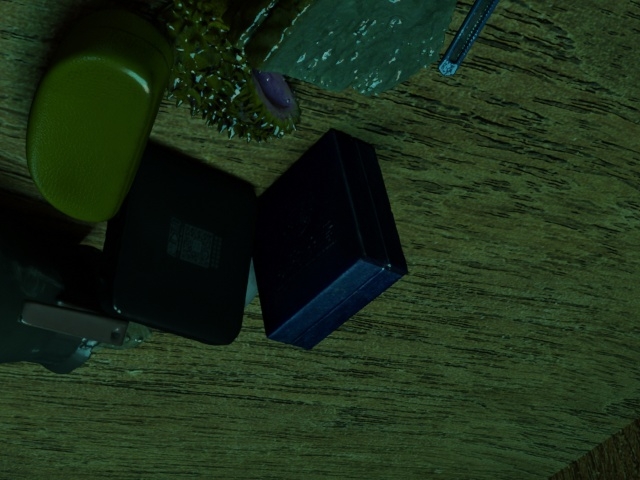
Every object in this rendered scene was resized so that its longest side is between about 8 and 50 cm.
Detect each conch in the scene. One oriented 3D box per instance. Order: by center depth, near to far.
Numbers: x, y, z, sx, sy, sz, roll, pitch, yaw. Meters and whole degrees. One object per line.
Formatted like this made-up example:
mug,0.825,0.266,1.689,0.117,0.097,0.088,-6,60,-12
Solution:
conch,-0.395,0.141,2.192,0.245,0.163,0.178,-27,164,32

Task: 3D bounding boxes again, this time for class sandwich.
sandwich,0.057,-0.332,1.642,0.325,0.131,0.262,5,138,-47

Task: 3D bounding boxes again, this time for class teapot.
teapot,-0.511,0.093,1.939,0.376,0.306,0.361,14,179,42

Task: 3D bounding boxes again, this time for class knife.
knife,0.258,-0.368,1.707,0.044,0.026,0.297,20,109,-30

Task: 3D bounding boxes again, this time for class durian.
durian,-0.152,-0.235,1.774,0.191,0.112,0.341,-19,145,8

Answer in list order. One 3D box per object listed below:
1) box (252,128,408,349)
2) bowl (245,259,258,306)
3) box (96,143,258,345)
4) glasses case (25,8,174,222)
box,0.000,0.000,2.008,0.116,0.279,0.261,19,134,-38
bowl,-0.193,0.100,2.257,0.189,0.086,0.189,-8,145,-6
box,-0.232,0.012,1.957,0.073,0.290,0.289,-9,158,44
glasses case,-0.332,-0.191,1.729,0.173,0.141,0.371,22,140,-7
